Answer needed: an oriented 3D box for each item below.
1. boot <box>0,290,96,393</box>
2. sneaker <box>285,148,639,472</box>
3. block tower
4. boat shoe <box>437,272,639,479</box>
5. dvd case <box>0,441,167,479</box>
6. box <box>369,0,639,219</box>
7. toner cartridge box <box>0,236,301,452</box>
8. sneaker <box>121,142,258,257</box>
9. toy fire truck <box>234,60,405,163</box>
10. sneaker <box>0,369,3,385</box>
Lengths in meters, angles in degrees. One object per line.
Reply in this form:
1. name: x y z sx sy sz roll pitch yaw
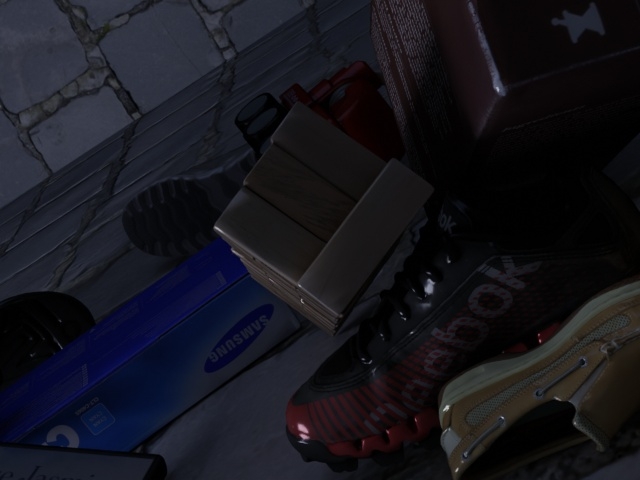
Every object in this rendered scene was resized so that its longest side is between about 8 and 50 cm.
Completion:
1. boot: -0.413 0.145 1.244 0.348 0.131 0.260 -34 18 3
2. sneaker: 0.081 0.040 0.655 0.276 0.135 0.098 -31 20 13
3. block tower: 0.000 0.000 0.725 0.091 0.097 0.335 -54 -3 -6
4. boat shoe: 0.149 0.082 0.562 0.190 0.068 0.072 -36 28 27
5. dvd case: -0.239 0.239 0.761 0.180 0.022 0.253 0 29 16
6. box: 0.122 -0.142 0.680 0.143 0.191 0.381 -17 -9 0
7. toner cartridge box: -0.192 0.132 0.986 0.347 0.075 0.165 -36 19 -4
8. sneaker: -0.122 -0.059 1.355 0.281 0.105 0.115 -21 8 12
9. toy fire truck: 0.057 -0.136 1.165 0.246 0.158 0.217 -40 24 3
10. sneaker: -0.459 0.115 1.054 0.202 0.185 0.482 -44 40 -23
